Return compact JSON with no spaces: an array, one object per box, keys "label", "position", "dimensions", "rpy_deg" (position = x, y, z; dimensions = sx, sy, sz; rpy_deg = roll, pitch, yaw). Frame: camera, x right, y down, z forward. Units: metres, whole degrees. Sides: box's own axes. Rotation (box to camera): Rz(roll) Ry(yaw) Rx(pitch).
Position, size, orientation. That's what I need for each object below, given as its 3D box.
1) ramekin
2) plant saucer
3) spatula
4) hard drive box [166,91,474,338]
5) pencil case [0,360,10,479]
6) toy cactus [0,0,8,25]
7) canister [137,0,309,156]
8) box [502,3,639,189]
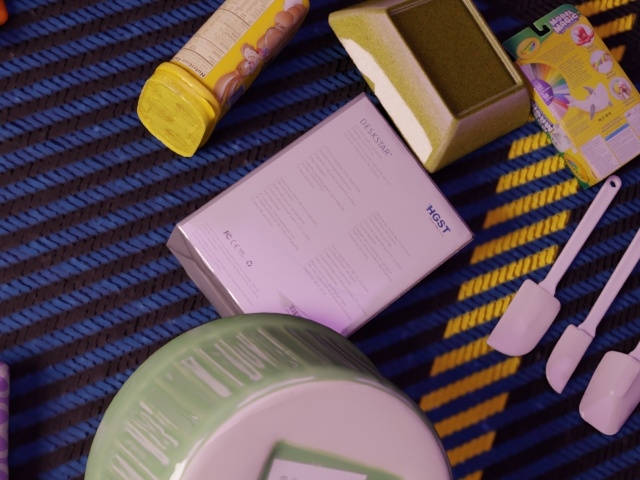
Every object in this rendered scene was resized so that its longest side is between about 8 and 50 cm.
[{"label":"ramekin","position":[-0.034,0.223,1.078],"dimensions":[0.303,0.148,0.303],"rpy_deg":[-4,101,-24]},{"label":"plant saucer","position":[0.125,-0.183,1.290],"dimensions":[0.188,0.045,0.188],"rpy_deg":[-28,84,-43]},{"label":"spatula","position":[0.300,0.062,1.329],"dimensions":[0.168,0.019,0.242],"rpy_deg":[36,70,3]},{"label":"hard drive box","position":[0.000,0.000,1.230],"dimensions":[0.232,0.089,0.181],"rpy_deg":[-36,87,-18]},{"label":"pencil case","position":[-0.314,0.198,1.105],"dimensions":[0.088,0.086,0.206],"rpy_deg":[1,76,-21]},{"label":"toy cactus","position":[-0.373,-0.288,1.212],"dimensions":[0.180,0.112,0.219],"rpy_deg":[3,84,-3]},{"label":"canister","position":[-0.092,-0.175,1.231],"dimensions":[0.073,0.126,0.170],"rpy_deg":[39,69,-2]},{"label":"box","position":[0.274,-0.156,1.361],"dimensions":[0.105,0.043,0.179],"rpy_deg":[-32,88,-18]}]
